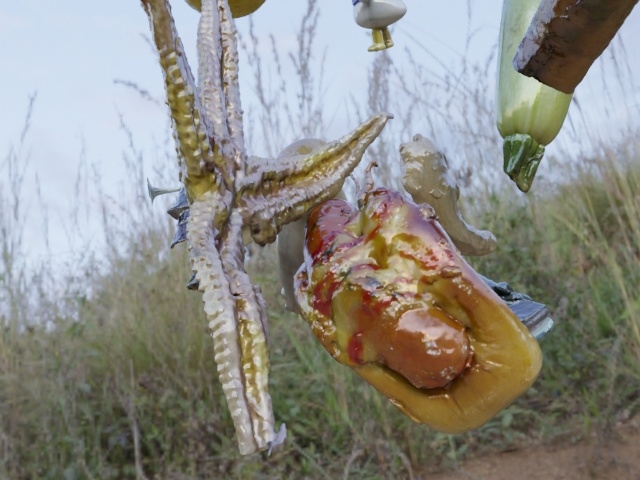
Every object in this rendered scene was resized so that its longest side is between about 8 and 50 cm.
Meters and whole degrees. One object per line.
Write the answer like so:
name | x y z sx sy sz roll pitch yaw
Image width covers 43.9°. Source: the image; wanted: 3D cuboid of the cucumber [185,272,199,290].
cucumber | -0.174 0.021 1.378 0.053 0.181 0.053 17 -36 13

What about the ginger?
ginger | 0.140 -0.041 0.903 0.051 0.069 0.173 -16 -63 37

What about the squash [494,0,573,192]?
squash | 0.196 -0.145 0.718 0.094 0.224 0.094 13 -23 5

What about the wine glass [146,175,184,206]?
wine glass | -0.214 -0.100 1.453 0.198 0.066 0.066 -8 -23 -14

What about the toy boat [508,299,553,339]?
toy boat | 0.193 0.117 0.861 0.140 0.066 0.059 -23 20 -26

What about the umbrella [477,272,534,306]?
umbrella | 0.238 0.093 1.312 0.349 0.094 0.143 25 -10 -23

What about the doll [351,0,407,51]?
doll | 0.096 -0.499 1.463 0.119 0.293 0.138 2 20 25

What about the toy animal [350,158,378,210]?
toy animal | 0.123 -0.091 1.897 0.116 0.255 0.114 -28 -37 -7

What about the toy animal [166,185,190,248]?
toy animal | -0.176 -0.056 1.137 0.070 0.202 0.105 -34 -44 31

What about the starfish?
starfish | -0.058 -0.082 0.682 0.132 0.383 0.398 -10 13 24

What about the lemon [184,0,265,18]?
lemon | -0.145 -0.429 1.195 0.178 0.178 0.203 -7 -15 -7

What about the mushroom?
mushroom | -0.008 0.002 1.362 0.154 0.137 0.407 -2 -39 11

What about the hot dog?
hot dog | 0.067 0.046 0.711 0.150 0.256 0.153 -46 -44 5

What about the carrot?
carrot | 0.195 -0.204 0.497 0.070 0.070 0.260 -2 -38 -18
